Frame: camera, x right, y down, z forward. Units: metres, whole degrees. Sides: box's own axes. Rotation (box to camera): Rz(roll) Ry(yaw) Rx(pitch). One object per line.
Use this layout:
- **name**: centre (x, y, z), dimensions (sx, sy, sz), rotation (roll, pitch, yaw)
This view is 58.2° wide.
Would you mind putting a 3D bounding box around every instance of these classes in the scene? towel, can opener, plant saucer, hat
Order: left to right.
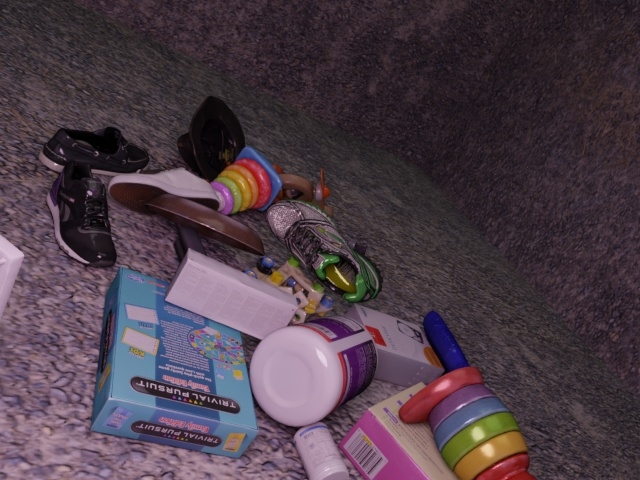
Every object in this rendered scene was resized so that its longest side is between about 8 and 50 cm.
- **hat**: centre (-0.363, -0.297, 1.822), dimensions (0.134, 0.330, 0.331), rotation (0, 13, 19)
- **can opener**: centre (-0.259, 0.073, 1.329), dimensions (0.095, 0.075, 0.283), rotation (7, 32, -33)
- **plant saucer**: centre (-0.271, -0.042, 1.393), dimensions (0.311, 0.050, 0.310), rotation (23, -7, 3)
- **towel**: centre (0.368, 0.348, 1.490), dimensions (0.308, 0.076, 0.227), rotation (-114, -178, -52)

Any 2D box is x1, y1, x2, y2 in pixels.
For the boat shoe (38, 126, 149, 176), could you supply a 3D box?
- **boat shoe**: centre (-0.570, -0.248, 1.522), dimensions (0.127, 0.113, 0.340), rotation (43, 23, 22)

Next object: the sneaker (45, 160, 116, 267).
- **sneaker**: centre (-0.502, -0.066, 1.221), dimensions (0.107, 0.124, 0.283), rotation (5, 35, -49)

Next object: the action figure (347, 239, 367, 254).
- **action figure**: centre (0.000, 0.000, 1.836), dimensions (0.285, 0.099, 0.185), rotation (33, 28, 9)

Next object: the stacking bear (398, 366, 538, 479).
- **stacking bear**: centre (0.302, 0.393, 1.045), dimensions (0.176, 0.164, 0.289), rotation (13, 35, -42)

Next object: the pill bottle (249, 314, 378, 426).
- **pill bottle**: centre (0.006, 0.249, 1.165), dimensions (0.181, 0.181, 0.323), rotation (42, 14, 19)

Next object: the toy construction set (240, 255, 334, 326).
- **toy construction set**: centre (-0.089, 0.134, 1.374), dimensions (0.215, 0.151, 0.328), rotation (37, 11, 7)

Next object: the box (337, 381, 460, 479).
- **box**: centre (0.196, 0.429, 1.172), dimensions (0.213, 0.117, 0.243), rotation (45, 25, 25)

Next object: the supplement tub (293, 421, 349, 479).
- **supplement tub**: centre (0.000, 0.391, 1.039), dimensions (0.071, 0.071, 0.107), rotation (16, 29, -38)

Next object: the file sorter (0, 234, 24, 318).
- **file sorter**: centre (-0.524, 0.086, 0.678), dimensions (0.193, 0.277, 0.173), rotation (37, 26, 8)

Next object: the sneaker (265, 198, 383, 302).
- **sneaker**: centre (0.002, 0.018, 1.385), dimensions (0.344, 0.134, 0.146), rotation (38, 12, 13)

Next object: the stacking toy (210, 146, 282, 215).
- **stacking toy**: centre (-0.272, -0.133, 1.679), dimensions (0.175, 0.165, 0.302), rotation (47, 42, 5)

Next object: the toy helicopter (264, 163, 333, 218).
- **toy helicopter**: centre (-0.046, -0.145, 1.938), dimensions (0.355, 0.235, 0.140), rotation (32, 55, -56)

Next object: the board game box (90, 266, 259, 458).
- **board game box**: centre (-0.262, 0.211, 1.039), dimensions (0.254, 0.079, 0.336), rotation (23, 24, -27)

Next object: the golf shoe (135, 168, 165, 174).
- **golf shoe**: centre (-0.424, -0.167, 1.610), dimensions (0.094, 0.077, 0.198), rotation (40, 17, 30)

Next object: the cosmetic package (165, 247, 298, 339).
- **cosmetic package**: centre (-0.172, 0.112, 1.130), dimensions (0.239, 0.098, 0.060), rotation (27, 17, -20)

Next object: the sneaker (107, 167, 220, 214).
- **sneaker**: centre (-0.410, -0.136, 1.491), dimensions (0.290, 0.106, 0.123), rotation (9, 43, -39)

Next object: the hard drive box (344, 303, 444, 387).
- **hard drive box**: centre (0.181, 0.281, 1.500), dimensions (0.232, 0.089, 0.181), rotation (21, 24, -29)
